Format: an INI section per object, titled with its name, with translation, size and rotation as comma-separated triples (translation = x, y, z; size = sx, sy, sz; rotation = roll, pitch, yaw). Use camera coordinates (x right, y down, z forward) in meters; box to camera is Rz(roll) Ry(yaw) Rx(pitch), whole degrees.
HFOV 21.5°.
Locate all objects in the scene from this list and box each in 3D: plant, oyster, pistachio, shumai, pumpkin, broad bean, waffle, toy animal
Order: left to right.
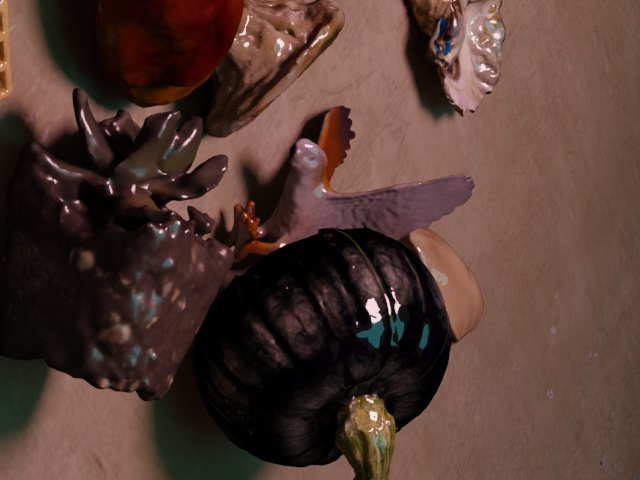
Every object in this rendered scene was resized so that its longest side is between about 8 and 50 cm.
[waffle]
translation = -0.306, -0.186, 1.466
size = 0.097, 0.023, 0.152
rotation = -27, 123, -57
[plant]
translation = -0.185, 0.001, 1.565
size = 0.199, 0.188, 0.276
rotation = 28, 74, -61
[broad bean]
translation = -0.147, -0.216, 1.614
size = 0.156, 0.122, 0.228
rotation = -47, 153, -32
[shumai]
translation = -0.076, -0.202, 1.792
size = 0.120, 0.201, 0.201
rotation = 44, 48, -7
[toy animal]
translation = -0.015, -0.001, 1.991
size = 0.302, 0.225, 0.284
rotation = -5, 123, -48
[pumpkin]
translation = 0.016, 0.138, 1.845
size = 0.296, 0.296, 0.295
rotation = -25, 120, -57
[pistachio]
translation = 0.140, 0.062, 2.244
size = 0.223, 0.126, 0.152
rotation = 52, 19, -48
[oyster]
translation = 0.189, -0.273, 2.277
size = 0.214, 0.083, 0.222
rotation = -24, 124, -53
